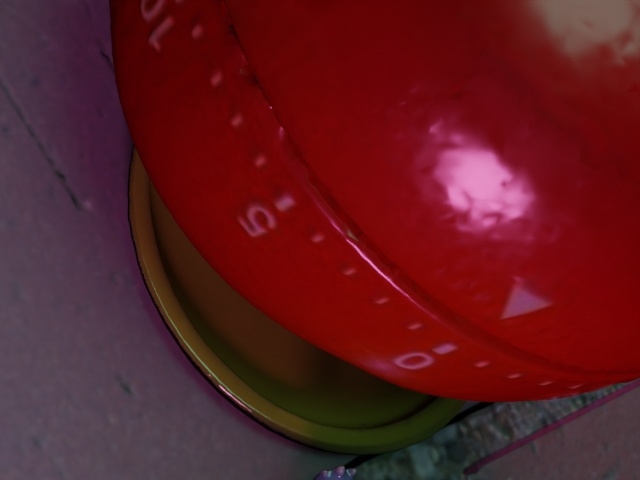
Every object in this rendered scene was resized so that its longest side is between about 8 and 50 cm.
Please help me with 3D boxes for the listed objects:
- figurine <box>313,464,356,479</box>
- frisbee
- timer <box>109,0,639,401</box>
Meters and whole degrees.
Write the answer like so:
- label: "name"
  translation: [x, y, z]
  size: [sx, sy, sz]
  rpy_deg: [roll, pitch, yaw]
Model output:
- label: "figurine"
  translation: [0.042, 0.184, 0.681]
  size: [0.114, 0.144, 0.178]
  rpy_deg: [19, 47, -43]
- label: "frisbee"
  translation: [0.000, 0.000, 0.811]
  size: [0.236, 0.017, 0.236]
  rpy_deg: [16, 60, -31]
- label: "timer"
  translation: [0.091, -0.112, 0.740]
  size: [0.378, 0.279, 0.378]
  rpy_deg: [19, 57, -33]
